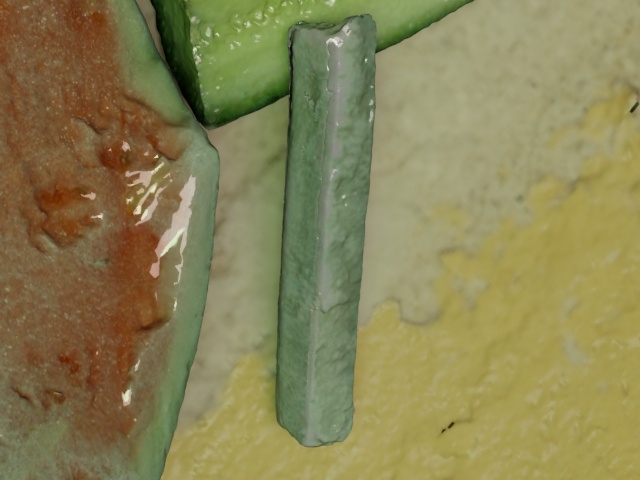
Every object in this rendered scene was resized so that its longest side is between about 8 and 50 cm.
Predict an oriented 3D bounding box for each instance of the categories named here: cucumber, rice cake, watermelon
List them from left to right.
[{"bbox_3d":[-0.156,-0.016,0.501,0.224,0.180,0.305,-26,110,1],"label":"watermelon"},{"bbox_3d":[0.001,0.000,0.611,0.033,0.033,0.208,-16,122,-35],"label":"rice cake"},{"bbox_3d":[0.036,-0.152,0.605,0.244,0.063,0.115,-24,126,-14],"label":"cucumber"}]
